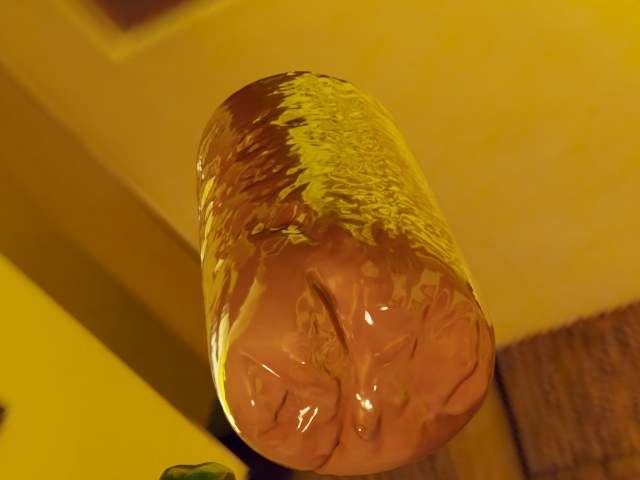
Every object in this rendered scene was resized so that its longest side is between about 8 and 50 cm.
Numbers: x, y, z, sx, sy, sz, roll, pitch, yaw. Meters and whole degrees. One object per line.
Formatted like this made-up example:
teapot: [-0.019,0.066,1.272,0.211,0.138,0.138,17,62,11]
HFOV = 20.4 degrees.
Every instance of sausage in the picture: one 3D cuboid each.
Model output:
sausage: [0.001,0.000,0.609,0.086,0.086,0.289,-41,-165,7]

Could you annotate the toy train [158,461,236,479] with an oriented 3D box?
toy train: [-0.021,0.287,1.163,0.178,0.429,0.249,11,-100,12]
